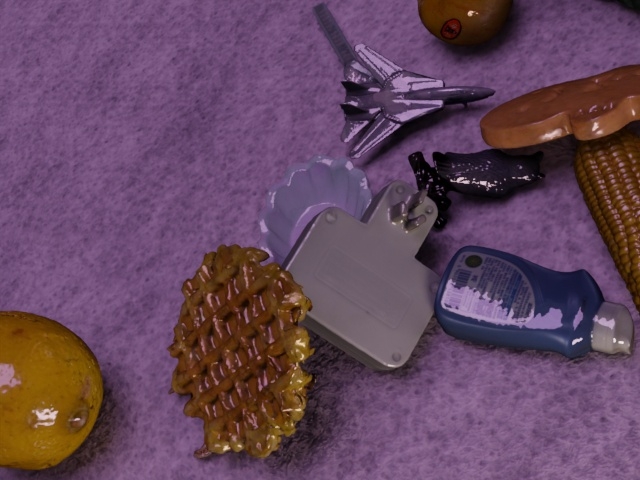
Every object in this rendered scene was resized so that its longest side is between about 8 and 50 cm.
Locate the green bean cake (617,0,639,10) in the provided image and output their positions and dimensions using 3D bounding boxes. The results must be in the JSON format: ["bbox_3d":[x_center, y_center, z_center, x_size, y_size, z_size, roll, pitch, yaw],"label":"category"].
[{"bbox_3d":[0.613,-0.506,1.861,0.308,0.169,0.300,-47,50,-9],"label":"green bean cake"}]

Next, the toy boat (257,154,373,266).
[{"bbox_3d":[0.000,0.000,1.850,0.199,0.100,0.290,-8,55,21],"label":"toy boat"}]

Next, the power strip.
[{"bbox_3d":[0.083,0.033,1.702,0.229,0.141,0.261,34,72,-7],"label":"power strip"}]

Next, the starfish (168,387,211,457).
[{"bbox_3d":[-0.136,0.247,1.779,0.238,0.057,0.213,10,70,38],"label":"starfish"}]

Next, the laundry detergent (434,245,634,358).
[{"bbox_3d":[0.317,0.099,1.647,0.290,0.094,0.143,14,60,28],"label":"laundry detergent"}]

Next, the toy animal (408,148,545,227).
[{"bbox_3d":[0.247,-0.119,1.806,0.210,0.117,0.121,-18,46,16],"label":"toy animal"}]

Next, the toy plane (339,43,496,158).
[{"bbox_3d":[0.166,-0.241,1.943,0.267,0.088,0.212,-1,75,10],"label":"toy plane"}]

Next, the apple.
[{"bbox_3d":[0.250,-0.429,1.968,0.155,0.182,0.182,9,57,-9],"label":"apple"}]

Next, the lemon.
[{"bbox_3d":[-0.483,0.242,1.814,0.310,0.258,0.258,8,62,33],"label":"lemon"}]

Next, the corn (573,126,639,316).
[{"bbox_3d":[0.460,-0.028,1.645,0.120,0.120,0.363,-22,55,10],"label":"corn"}]

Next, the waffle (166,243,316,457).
[{"bbox_3d":[-0.116,0.166,1.663,0.302,0.068,0.325,25,112,44],"label":"waffle"}]

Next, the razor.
[{"bbox_3d":[0.040,-0.353,2.094,0.111,0.056,0.278,-30,51,6],"label":"razor"}]

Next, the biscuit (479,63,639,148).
[{"bbox_3d":[0.415,-0.217,1.750,0.355,0.052,0.275,-8,20,33],"label":"biscuit"}]
